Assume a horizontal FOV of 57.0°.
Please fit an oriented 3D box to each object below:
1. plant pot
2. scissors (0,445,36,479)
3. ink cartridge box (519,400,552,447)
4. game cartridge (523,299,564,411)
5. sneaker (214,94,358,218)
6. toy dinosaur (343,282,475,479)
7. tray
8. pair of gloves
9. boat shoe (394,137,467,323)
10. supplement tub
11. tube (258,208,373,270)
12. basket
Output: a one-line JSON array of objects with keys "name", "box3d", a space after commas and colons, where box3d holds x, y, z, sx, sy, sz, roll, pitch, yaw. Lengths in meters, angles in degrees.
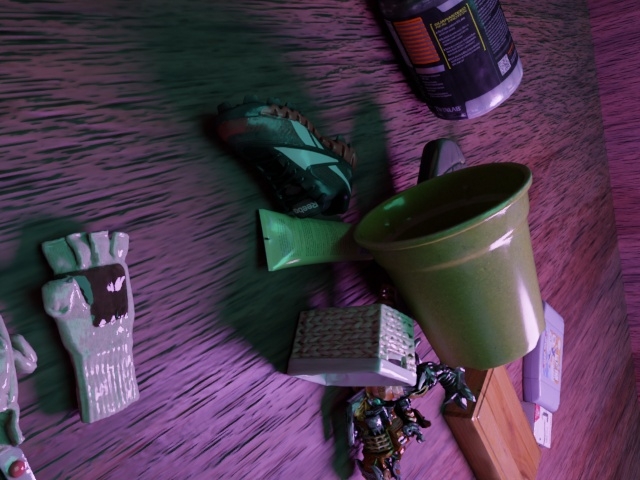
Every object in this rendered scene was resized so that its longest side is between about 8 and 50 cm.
[{"name": "plant pot", "box3d": [0.223, 0.050, 0.916, 0.276, 0.276, 0.253, -41, 113, -45]}, {"name": "scissors", "box3d": [-0.291, 0.196, 0.562, 0.297, 0.021, 0.109, 61, 43, -26]}, {"name": "ink cartridge box", "box3d": [0.582, 0.504, 1.609, 0.135, 0.056, 0.099, 34, 60, -44]}, {"name": "game cartridge", "box3d": [0.650, 0.334, 1.716, 0.198, 0.062, 0.297, 35, 60, -49]}, {"name": "sneaker", "box3d": [-0.039, -0.107, 0.841, 0.276, 0.098, 0.135, 21, 64, -50]}, {"name": "toy dinosaur", "box3d": [0.130, 0.247, 1.000, 0.218, 0.164, 0.321, -2, 110, -36]}, {"name": "tray", "box3d": [0.423, 0.464, 1.399, 0.203, 0.076, 0.410, -55, 128, -38]}, {"name": "pair of gloves", "box3d": [-0.270, 0.090, 0.561, 0.240, 0.042, 0.204, -3, 86, -58]}, {"name": "boat shoe", "box3d": [0.191, -0.017, 1.107, 0.132, 0.130, 0.355, 11, 84, -47]}, {"name": "supplement tub", "box3d": [0.247, -0.421, 1.149, 0.338, 0.207, 0.207, 54, 48, -35]}, {"name": "tube", "box3d": [0.000, 0.000, 0.926, 0.240, 0.070, 0.062, 1, 123, -47]}, {"name": "basket", "box3d": [0.049, 0.160, 0.885, 0.113, 0.167, 0.103, 30, 57, -47]}]
